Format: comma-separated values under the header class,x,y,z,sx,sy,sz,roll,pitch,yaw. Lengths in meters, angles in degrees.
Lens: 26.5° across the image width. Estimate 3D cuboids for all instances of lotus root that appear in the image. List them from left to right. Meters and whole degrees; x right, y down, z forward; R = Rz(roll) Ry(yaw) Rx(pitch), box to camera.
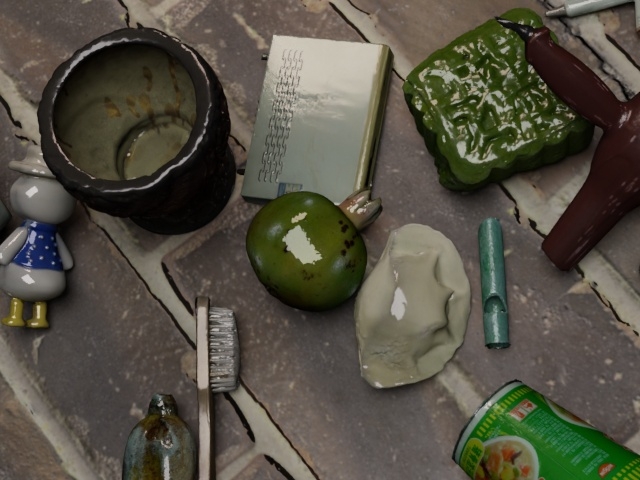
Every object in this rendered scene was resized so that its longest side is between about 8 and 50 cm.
class,x,y,z,sx,sy,sz,roll,pitch,yaw
lotus root,-0.226,0.311,1.916,0.113,0.088,0.192,-10,68,29

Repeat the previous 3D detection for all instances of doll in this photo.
class,x,y,z,sx,sy,sz,roll,pitch,yaw
doll,-0.421,-0.015,2.027,0.119,0.138,0.293,13,95,46

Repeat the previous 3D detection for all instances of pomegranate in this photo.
class,x,y,z,sx,sy,sz,roll,pitch,yaw
pomegranate,0.000,0.000,1.935,0.209,0.180,0.180,-42,70,-7

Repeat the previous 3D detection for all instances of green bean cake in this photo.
class,x,y,z,sx,sy,sz,roll,pitch,yaw
green bean cake,0.254,-0.196,1.975,0.248,0.125,0.222,-28,70,0

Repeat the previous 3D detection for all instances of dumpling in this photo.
class,x,y,z,sx,sy,sz,roll,pitch,yaw
dumpling,0.133,0.103,1.914,0.166,0.126,0.216,16,59,-12

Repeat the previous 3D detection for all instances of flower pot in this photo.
class,x,y,z,sx,sy,sz,roll,pitch,yaw
flower pot,-0.244,-0.136,1.973,0.266,0.267,0.267,-4,71,10

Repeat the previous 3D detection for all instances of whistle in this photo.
class,x,y,z,sx,sy,sz,roll,pitch,yaw
whistle,0.248,0.060,1.939,0.039,0.039,0.186,-4,71,9

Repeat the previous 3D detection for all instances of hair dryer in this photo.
class,x,y,z,sx,sy,sz,roll,pitch,yaw
hair dryer,0.334,-0.161,1.852,0.340,0.123,0.312,39,107,-11
hair dryer,0.422,-0.378,2.051,0.183,0.044,0.155,-1,70,13

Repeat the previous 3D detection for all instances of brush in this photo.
class,x,y,z,sx,sy,sz,roll,pitch,yaw
brush,-0.147,0.240,1.944,0.065,0.070,0.327,-1,73,-1

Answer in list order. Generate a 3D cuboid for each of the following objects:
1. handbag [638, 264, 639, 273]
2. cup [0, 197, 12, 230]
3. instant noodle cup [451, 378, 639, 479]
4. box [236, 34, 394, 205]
class,x,y,z,sx,sy,sz,roll,pitch,yaw
handbag,0.593,-0.027,1.884,0.260,0.079,0.248,20,76,16
cup,-0.579,0.006,2.056,0.234,0.186,0.258,-31,99,-10
instant noodle cup,0.307,0.308,1.780,0.232,0.207,0.207,38,82,28
box,-0.009,-0.177,2.060,0.210,0.045,0.270,5,74,12
